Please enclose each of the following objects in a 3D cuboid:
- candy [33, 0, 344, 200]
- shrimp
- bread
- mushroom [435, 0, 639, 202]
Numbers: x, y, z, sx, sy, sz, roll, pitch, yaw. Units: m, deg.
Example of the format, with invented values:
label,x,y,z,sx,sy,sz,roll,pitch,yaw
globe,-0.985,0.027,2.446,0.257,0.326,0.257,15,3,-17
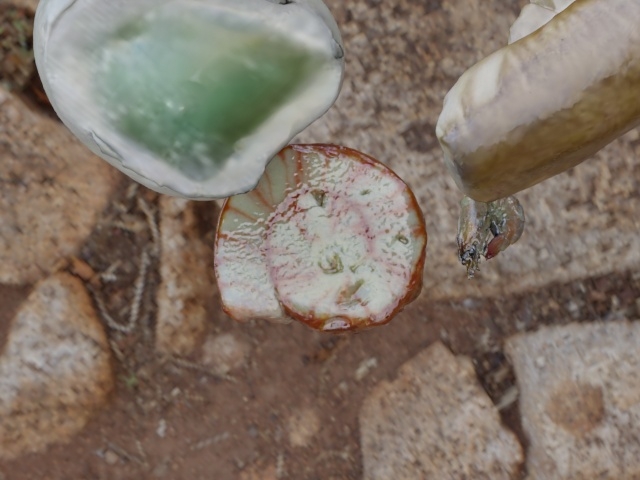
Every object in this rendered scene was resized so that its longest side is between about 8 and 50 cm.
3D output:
label,x,y,z,sx,sy,sz,roll,pitch,yaw
candy,-0.198,-0.254,1.788,0.386,0.427,0.186,-53,26,24
shrimp,0.240,-0.015,1.796,0.101,0.042,0.190,29,49,-1
bread,0.003,-0.003,1.951,0.328,0.114,0.295,7,80,6
mushroom,0.341,-0.198,1.575,0.314,0.224,0.397,-4,36,51
